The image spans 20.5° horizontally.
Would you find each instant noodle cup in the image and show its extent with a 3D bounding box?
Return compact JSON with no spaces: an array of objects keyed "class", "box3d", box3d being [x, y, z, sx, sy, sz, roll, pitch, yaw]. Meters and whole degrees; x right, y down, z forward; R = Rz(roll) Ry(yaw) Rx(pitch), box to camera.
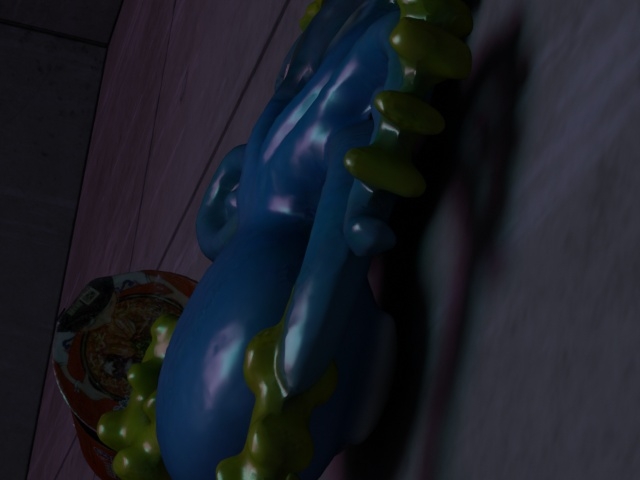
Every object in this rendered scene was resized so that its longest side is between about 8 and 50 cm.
[{"class":"instant noodle cup","box3d":[-0.116,0.104,1.171,0.135,0.127,0.127,106,171,-60]}]

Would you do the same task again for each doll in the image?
[{"class":"doll","box3d":[0.000,0.000,0.809,0.341,0.099,0.346,-68,12,-20]}]
